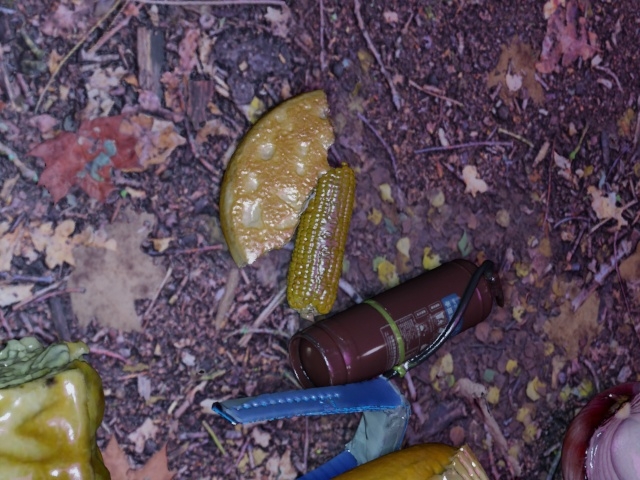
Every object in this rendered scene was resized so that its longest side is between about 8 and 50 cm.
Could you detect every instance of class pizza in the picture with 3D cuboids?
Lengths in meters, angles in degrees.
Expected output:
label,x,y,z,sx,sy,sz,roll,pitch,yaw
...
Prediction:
label,x,y,z,sx,sy,sz,roll,pitch,yaw
pizza,-0.056,-0.078,1.819,0.127,0.058,0.246,13,77,-3

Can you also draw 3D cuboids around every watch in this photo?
label,x,y,z,sx,sy,sz,roll,pitch,yaw
watch,-0.013,0.234,1.788,0.275,0.068,0.276,-21,142,-25

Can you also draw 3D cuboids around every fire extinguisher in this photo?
label,x,y,z,sx,sy,sz,roll,pitch,yaw
fire extinguisher,0.121,0.113,1.939,0.341,0.105,0.141,-22,145,-31

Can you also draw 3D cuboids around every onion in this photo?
label,x,y,z,sx,sy,sz,roll,pitch,yaw
onion,0.439,0.350,2.143,0.227,0.120,0.283,-24,103,-32

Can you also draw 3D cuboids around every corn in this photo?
label,x,y,z,sx,sy,sz,roll,pitch,yaw
corn,0.000,0.000,1.864,0.068,0.068,0.207,11,87,-33

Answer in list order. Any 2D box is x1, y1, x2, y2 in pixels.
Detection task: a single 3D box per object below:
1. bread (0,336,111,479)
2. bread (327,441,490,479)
label,x,y,z,sx,sy,sz,roll,pitch,yaw
bread,-0.326,0.249,1.592,0.196,0.238,0.252,-7,106,3
bread,0.061,0.385,1.838,0.389,0.236,0.183,-22,68,-33
